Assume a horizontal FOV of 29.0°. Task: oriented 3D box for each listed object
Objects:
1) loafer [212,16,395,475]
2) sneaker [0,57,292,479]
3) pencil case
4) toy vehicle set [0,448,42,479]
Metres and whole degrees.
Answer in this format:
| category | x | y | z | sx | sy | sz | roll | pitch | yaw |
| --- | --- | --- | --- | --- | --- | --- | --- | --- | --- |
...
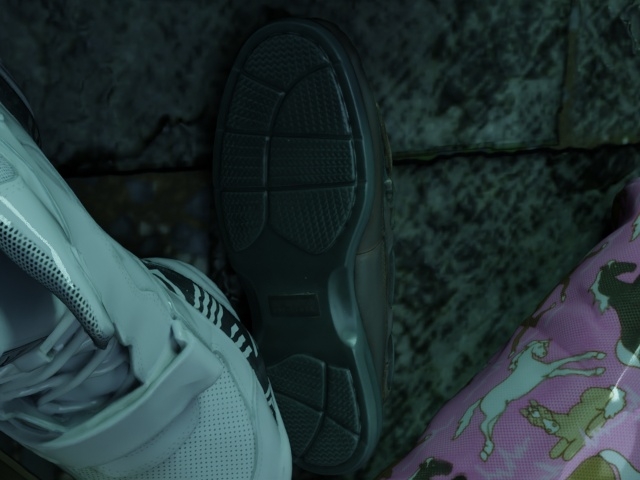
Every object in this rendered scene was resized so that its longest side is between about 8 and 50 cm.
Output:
| category | x | y | z | sx | sy | sz | roll | pitch | yaw |
| --- | --- | --- | --- | --- | --- | --- | --- | --- | --- |
| loafer | 0.000 | 0.000 | 0.711 | 0.084 | 0.096 | 0.267 | -40 | 131 | -59 |
| sneaker | -0.128 | 0.057 | 0.569 | 0.137 | 0.210 | 0.366 | -34 | 117 | 5 |
| pencil case | 0.132 | 0.136 | 0.755 | 0.386 | 0.167 | 0.160 | -46 | 131 | -8 |
| toy vehicle set | -0.108 | 0.200 | 0.658 | 0.035 | 0.166 | 0.267 | -47 | 119 | -7 |
